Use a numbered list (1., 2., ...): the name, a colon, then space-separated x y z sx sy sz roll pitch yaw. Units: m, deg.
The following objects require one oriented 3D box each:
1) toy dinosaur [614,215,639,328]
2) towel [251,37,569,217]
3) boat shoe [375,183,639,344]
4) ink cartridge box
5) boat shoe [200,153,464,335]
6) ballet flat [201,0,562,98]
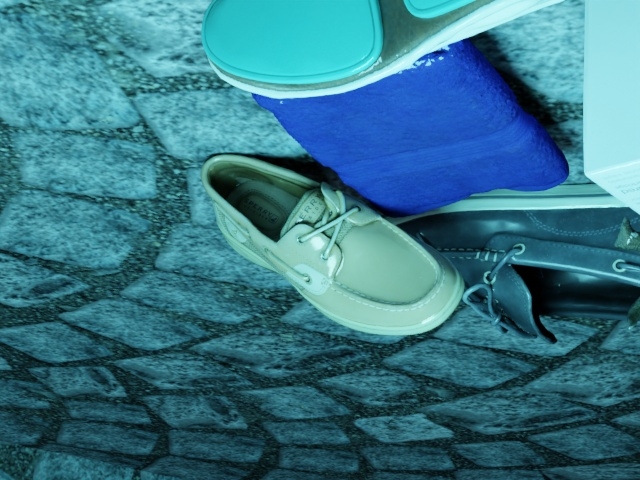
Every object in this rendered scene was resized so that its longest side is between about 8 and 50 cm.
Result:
1. toy dinosaur: 0.396 -0.030 1.466 0.160 0.313 0.121 20 135 23
2. towel: 0.095 -0.124 1.477 0.228 0.076 0.308 -11 154 26
3. boat shoe: 0.230 0.036 1.713 0.500 0.156 0.187 -4 157 23
4. ink cartridge box: 0.383 -0.113 1.277 0.198 0.197 0.270 -15 150 39
5. boat shoe: 0.000 0.000 1.591 0.341 0.121 0.110 23 158 35
6. ballet flat: 0.081 -0.203 1.244 0.400 0.139 0.139 -15 150 36
